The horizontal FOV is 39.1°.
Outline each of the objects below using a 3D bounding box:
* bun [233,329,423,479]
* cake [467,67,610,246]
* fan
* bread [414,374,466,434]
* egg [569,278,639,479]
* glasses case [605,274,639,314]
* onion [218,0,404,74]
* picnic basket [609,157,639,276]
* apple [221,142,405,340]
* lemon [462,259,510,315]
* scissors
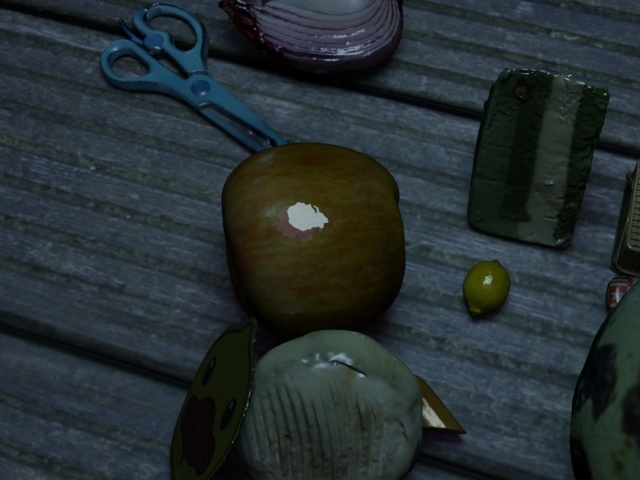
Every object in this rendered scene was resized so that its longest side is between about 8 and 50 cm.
[{"bbox_3d":[0.014,0.205,1.085,0.239,0.239,0.141,2,30,4],"label":"bun"},{"bbox_3d":[0.281,-0.100,1.183,0.158,0.283,0.172,10,81,8],"label":"cake"},{"bbox_3d":[-0.151,0.240,1.094,0.011,0.229,0.335,25,96,-21],"label":"fan"},{"bbox_3d":[0.130,0.222,1.149,0.062,0.049,0.103,-33,65,-13],"label":"bread"},{"bbox_3d":[0.456,0.188,0.982,0.345,0.345,0.428,20,68,13],"label":"egg"},{"bbox_3d":[0.476,0.094,1.191,0.194,0.049,0.073,8,67,7],"label":"glasses case"},{"bbox_3d":[-0.014,-0.349,1.397,0.283,0.120,0.227,-1,66,-1],"label":"onion"},{"bbox_3d":[0.470,-0.025,1.234,0.115,0.079,0.164,12,65,9],"label":"picnic basket"},{"bbox_3d":[0.000,0.000,1.152,0.264,0.264,0.264,-1,64,3],"label":"apple"},{"bbox_3d":[0.223,0.064,1.215,0.062,0.062,0.083,23,81,14],"label":"lemon"},{"bbox_3d":[-0.184,-0.239,1.403,0.393,0.032,0.180,40,72,21],"label":"scissors"}]
